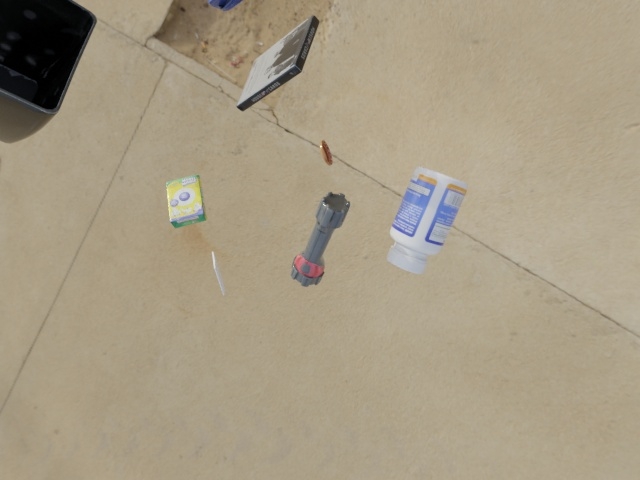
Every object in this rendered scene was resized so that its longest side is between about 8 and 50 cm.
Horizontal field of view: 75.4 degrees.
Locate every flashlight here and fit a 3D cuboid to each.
[{"bbox_3d":[0.000,0.000,1.162,0.103,0.103,0.304,61,142,37],"label":"flashlight"}]

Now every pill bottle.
[{"bbox_3d":[0.283,-0.053,1.142,0.152,0.152,0.272,24,104,13],"label":"pill bottle"}]

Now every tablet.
[{"bbox_3d":[-0.213,0.069,0.866,0.006,0.054,0.083,-14,131,-10],"label":"tablet"}]

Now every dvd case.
[{"bbox_3d":[-0.112,-0.440,1.040,0.238,0.029,0.180,-13,53,45],"label":"dvd case"}]

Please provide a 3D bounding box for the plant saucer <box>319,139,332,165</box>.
[{"bbox_3d":[0.017,-0.277,1.316,0.013,0.083,0.084,-18,89,19],"label":"plant saucer"}]

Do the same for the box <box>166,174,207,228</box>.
[{"bbox_3d":[-0.416,-0.132,1.281,0.105,0.043,0.179,-15,59,-5],"label":"box"}]

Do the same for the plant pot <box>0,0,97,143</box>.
[{"bbox_3d":[-0.442,-0.240,0.544,0.166,0.188,0.188,-24,53,41],"label":"plant pot"}]

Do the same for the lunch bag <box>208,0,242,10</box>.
[{"bbox_3d":[-0.215,-0.567,0.938,0.098,0.067,0.065,-12,90,38],"label":"lunch bag"}]
